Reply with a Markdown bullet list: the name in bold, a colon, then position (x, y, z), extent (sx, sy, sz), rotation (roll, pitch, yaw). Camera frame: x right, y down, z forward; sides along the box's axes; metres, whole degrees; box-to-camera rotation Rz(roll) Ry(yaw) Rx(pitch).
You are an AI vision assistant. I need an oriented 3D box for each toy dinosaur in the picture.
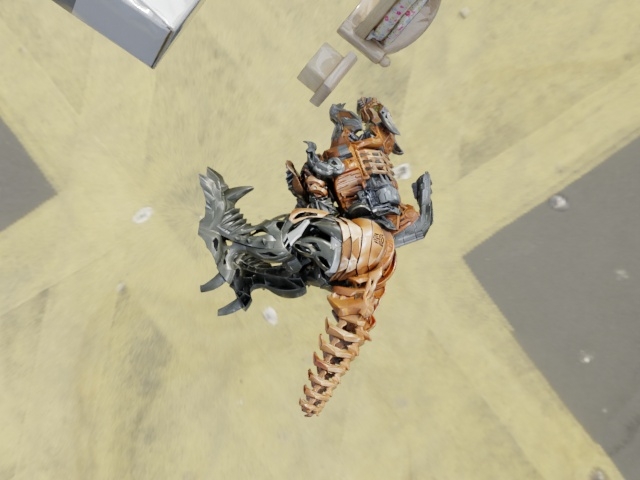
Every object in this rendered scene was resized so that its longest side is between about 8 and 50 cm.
- **toy dinosaur**: position (0.000, 0.000, 1.065), extent (0.218, 0.322, 0.164), rotation (1, 134, 9)

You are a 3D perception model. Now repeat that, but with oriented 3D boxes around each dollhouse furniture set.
- **dollhouse furniture set**: position (0.182, -0.259, 0.963), extent (0.174, 0.303, 0.355), rotation (39, 68, -5)

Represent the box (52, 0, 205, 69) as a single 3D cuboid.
- **box**: position (-0.117, -0.187, 0.510), extent (0.186, 0.038, 0.145), rotation (34, 57, -9)
